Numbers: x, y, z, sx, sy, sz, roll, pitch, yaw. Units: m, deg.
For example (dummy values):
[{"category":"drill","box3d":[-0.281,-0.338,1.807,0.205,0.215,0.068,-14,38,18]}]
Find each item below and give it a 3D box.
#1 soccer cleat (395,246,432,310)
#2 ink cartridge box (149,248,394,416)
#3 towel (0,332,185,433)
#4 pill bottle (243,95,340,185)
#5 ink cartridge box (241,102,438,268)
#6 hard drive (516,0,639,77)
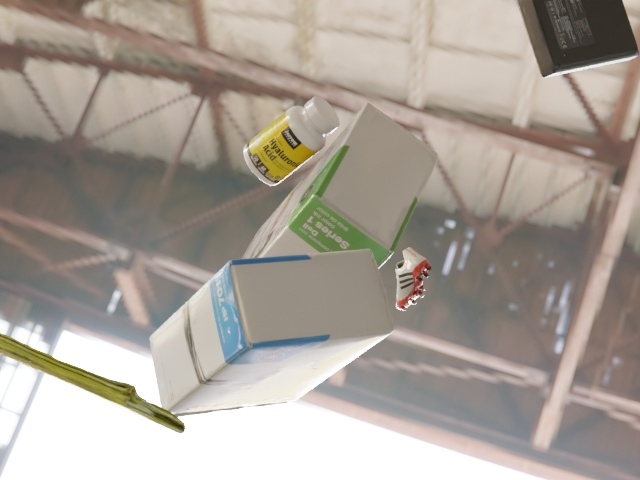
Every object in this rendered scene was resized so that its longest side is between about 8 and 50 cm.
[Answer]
[{"category":"soccer cleat","box3d":[0.090,0.040,1.548,0.035,0.029,0.083,47,-31,22]},{"category":"ink cartridge box","box3d":[-0.047,0.082,1.298,0.139,0.082,0.190,-4,-19,-30]},{"category":"towel","box3d":[-0.221,0.095,1.204,0.237,0.021,0.102,20,-10,27]},{"category":"pill bottle","box3d":[-0.034,-0.125,1.859,0.116,0.065,0.065,-38,-54,24]},{"category":"ink cartridge box","box3d":[0.000,0.000,1.828,0.117,0.201,0.278,36,-48,-7]},{"category":"hard drive","box3d":[0.264,-0.222,1.541,0.135,0.094,0.022,-15,-4,-37]}]
